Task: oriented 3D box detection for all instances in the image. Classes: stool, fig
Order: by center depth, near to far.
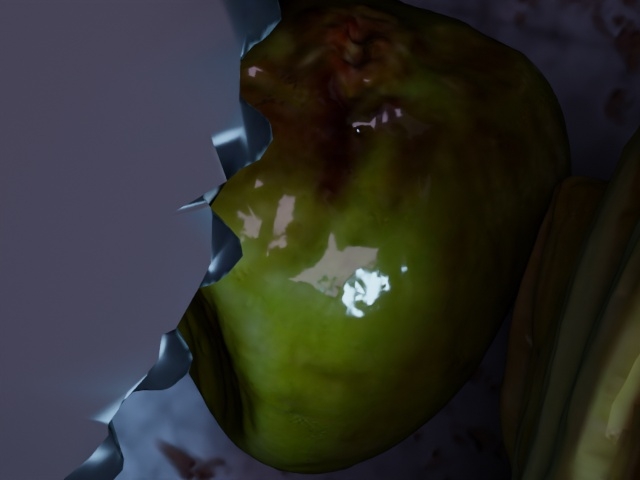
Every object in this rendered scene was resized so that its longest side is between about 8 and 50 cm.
[{"bbox_3d":[-0.175,-0.062,0.482,0.297,0.330,0.297,-1,96,-8],"label":"stool"},{"bbox_3d":[0.000,0.000,0.620,0.154,0.144,0.166,-5,109,-44],"label":"fig"}]

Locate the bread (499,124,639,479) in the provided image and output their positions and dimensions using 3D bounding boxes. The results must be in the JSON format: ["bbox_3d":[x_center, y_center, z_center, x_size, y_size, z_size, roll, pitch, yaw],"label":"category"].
[{"bbox_3d":[0.183,0.119,0.569,0.314,0.191,0.370,9,108,-11],"label":"bread"}]
